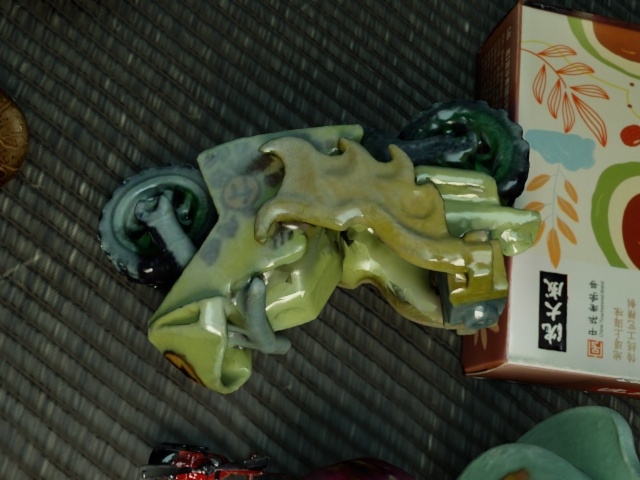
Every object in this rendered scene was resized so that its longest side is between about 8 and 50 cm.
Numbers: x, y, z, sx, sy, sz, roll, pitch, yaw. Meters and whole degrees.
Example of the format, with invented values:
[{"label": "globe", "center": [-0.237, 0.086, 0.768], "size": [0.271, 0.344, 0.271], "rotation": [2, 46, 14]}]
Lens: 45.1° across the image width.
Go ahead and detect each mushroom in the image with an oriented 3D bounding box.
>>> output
[{"label": "mushroom", "center": [-0.338, -0.096, 0.715], "size": [0.126, 0.085, 0.109], "rotation": [-32, 85, -11]}]

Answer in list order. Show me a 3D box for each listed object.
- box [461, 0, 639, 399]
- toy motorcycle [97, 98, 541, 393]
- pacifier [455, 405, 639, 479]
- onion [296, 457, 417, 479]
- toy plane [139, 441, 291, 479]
[{"label": "box", "center": [0.339, -0.030, 0.825], "size": [0.344, 0.122, 0.386], "rotation": [9, 74, -10]}, {"label": "toy motorcycle", "center": [0.000, 0.000, 0.701], "size": [0.409, 0.169, 0.237], "rotation": [-13, 64, 3]}, {"label": "pacifier", "center": [0.223, 0.303, 0.615], "size": [0.269, 0.343, 0.288], "rotation": [36, 101, -8]}, {"label": "onion", "center": [0.019, 0.264, 0.650], "size": [0.153, 0.177, 0.177], "rotation": [35, 71, 9]}, {"label": "toy plane", "center": [-0.099, 0.207, 0.702], "size": [0.145, 0.060, 0.037], "rotation": [13, 72, -25]}]
